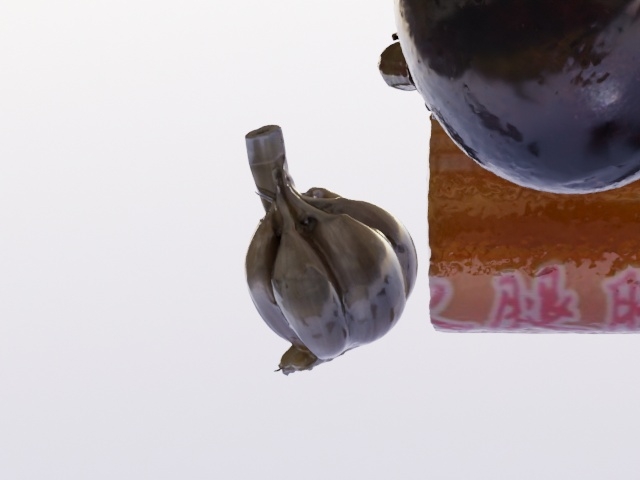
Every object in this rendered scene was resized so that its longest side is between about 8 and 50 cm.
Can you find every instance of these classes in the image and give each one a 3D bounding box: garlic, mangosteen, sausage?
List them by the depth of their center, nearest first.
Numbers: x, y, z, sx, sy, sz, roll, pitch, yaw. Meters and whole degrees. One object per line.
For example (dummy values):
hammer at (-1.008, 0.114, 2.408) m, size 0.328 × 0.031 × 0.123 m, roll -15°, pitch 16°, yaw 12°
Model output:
mangosteen at (0.128, -0.136, 1.209) m, size 0.261 × 0.235 × 0.235 m, roll -22°, pitch -161°, yaw 43°
garlic at (0.000, 0.000, 1.470) m, size 0.131 × 0.194 × 0.127 m, roll -21°, pitch -170°, yaw -32°
sausage at (0.248, -0.018, 1.891) m, size 0.287 × 0.233 × 0.233 m, roll 2°, pitch -153°, yaw 11°
